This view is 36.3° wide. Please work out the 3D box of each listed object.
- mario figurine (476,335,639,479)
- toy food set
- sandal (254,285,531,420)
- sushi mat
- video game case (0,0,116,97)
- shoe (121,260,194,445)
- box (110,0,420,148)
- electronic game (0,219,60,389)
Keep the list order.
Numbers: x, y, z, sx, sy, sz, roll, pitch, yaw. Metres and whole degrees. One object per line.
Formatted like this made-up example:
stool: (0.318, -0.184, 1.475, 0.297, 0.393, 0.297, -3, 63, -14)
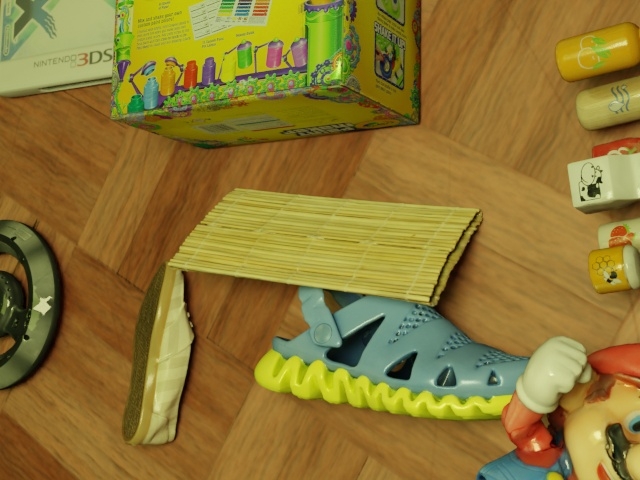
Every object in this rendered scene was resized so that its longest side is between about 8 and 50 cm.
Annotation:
mario figurine: (0.198, 0.209, 0.801, 0.320, 0.198, 0.170, -39, 54, -2)
toy food set: (0.285, -0.072, 0.866, 0.104, 0.111, 0.232, -12, 75, 29)
sandal: (0.076, 0.102, 0.966, 0.317, 0.126, 0.138, 6, 82, 30)
sushi mat: (0.000, 0.000, 1.025, 0.316, 0.151, 0.019, 6, 131, 31)
video game case: (-0.313, -0.368, 1.306, 0.300, 0.036, 0.329, -2, 82, 30)
shoe: (-0.186, 0.134, 1.158, 0.076, 0.058, 0.219, -3, 76, 62)
box: (-0.057, -0.262, 1.058, 0.290, 0.177, 0.279, -2, 82, 31)
electronic game: (-0.433, 0.086, 1.309, 0.229, 0.048, 0.229, -5, 80, 32)
